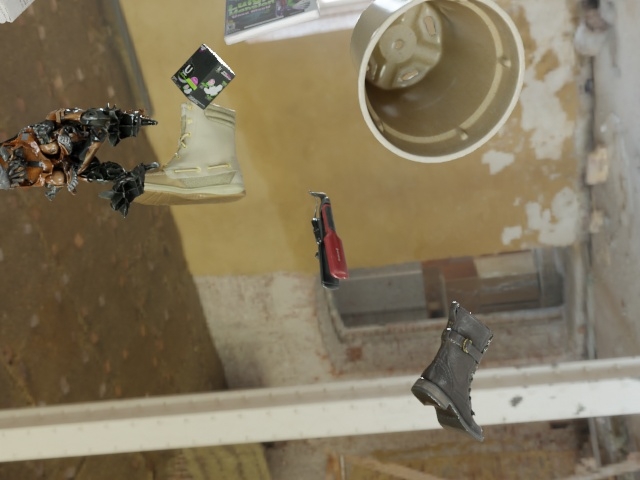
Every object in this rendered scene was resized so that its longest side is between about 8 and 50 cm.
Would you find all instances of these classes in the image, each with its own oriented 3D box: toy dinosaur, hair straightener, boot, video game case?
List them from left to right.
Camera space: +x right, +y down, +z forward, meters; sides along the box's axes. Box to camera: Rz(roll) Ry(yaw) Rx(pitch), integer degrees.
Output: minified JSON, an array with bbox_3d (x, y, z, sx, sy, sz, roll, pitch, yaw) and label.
[{"bbox_3d":[-0.382,-0.160,1.191,0.322,0.218,0.164,-59,-27,-34],"label":"toy dinosaur"},{"bbox_3d":[-0.282,-0.178,1.516,0.095,0.261,0.204,156,110,-63],"label":"boot"},{"bbox_3d":[-0.098,-0.465,1.489,0.173,0.190,0.022,-95,-13,-45],"label":"video game case"},{"bbox_3d":[0.000,0.000,1.487,0.089,0.047,0.231,-53,41,43],"label":"hair straightener"},{"bbox_3d":[0.320,0.289,1.637,0.263,0.091,0.229,49,-117,-31],"label":"boot"}]

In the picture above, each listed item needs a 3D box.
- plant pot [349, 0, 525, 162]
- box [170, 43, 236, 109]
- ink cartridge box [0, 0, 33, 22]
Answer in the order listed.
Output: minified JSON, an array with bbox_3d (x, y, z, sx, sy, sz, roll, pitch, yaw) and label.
[{"bbox_3d":[0.203,-0.372,1.560,0.305,0.333,0.334,-113,11,-60],"label":"plant pot"},{"bbox_3d":[-0.199,-0.278,1.284,0.062,0.083,0.052,50,-172,30],"label":"box"},{"bbox_3d":[-0.583,-0.544,1.395,0.278,0.201,0.117,-60,-26,-29],"label":"ink cartridge box"}]
